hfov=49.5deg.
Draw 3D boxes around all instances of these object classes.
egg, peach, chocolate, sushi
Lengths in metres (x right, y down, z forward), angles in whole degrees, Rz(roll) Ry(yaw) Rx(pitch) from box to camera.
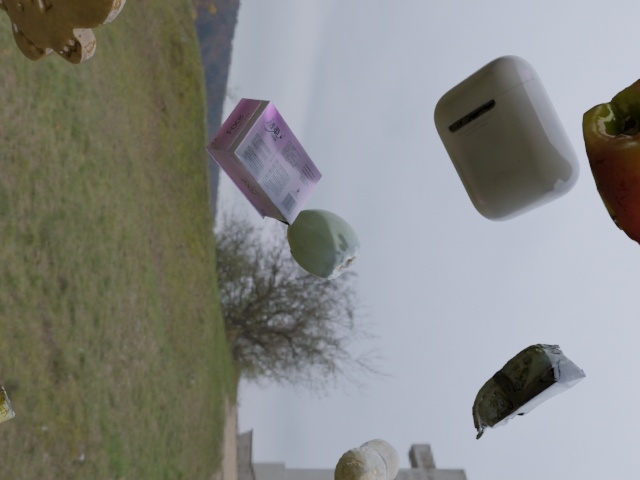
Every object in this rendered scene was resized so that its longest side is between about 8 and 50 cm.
[{"bbox_3d":[0.000,0.000,1.954,0.217,0.183,0.183,48,-29,15],"label":"egg"},{"bbox_3d":[0.676,-0.106,1.290,0.242,0.380,0.306,-23,-129,32],"label":"peach"},{"bbox_3d":[0.123,0.606,1.845,0.309,0.134,0.134,13,80,-69],"label":"chocolate"},{"bbox_3d":[0.419,0.322,1.510,0.273,0.134,0.109,-44,-125,30],"label":"sushi"}]

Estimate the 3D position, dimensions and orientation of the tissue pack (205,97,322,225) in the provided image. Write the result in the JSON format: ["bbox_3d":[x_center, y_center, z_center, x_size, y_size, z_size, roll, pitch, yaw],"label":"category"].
[{"bbox_3d":[-0.112,-0.166,1.475,0.149,0.092,0.246,-57,137,-20],"label":"tissue pack"}]

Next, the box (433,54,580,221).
[{"bbox_3d":[0.426,-0.230,1.618,0.288,0.141,0.349,-30,-97,52],"label":"box"}]

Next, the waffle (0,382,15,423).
[{"bbox_3d":[-0.742,0.369,1.402,0.248,0.221,0.055,-7,-74,63],"label":"waffle"}]

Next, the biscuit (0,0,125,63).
[{"bbox_3d":[-0.467,-0.449,1.212,0.354,0.052,0.275,-10,-69,40],"label":"biscuit"}]
